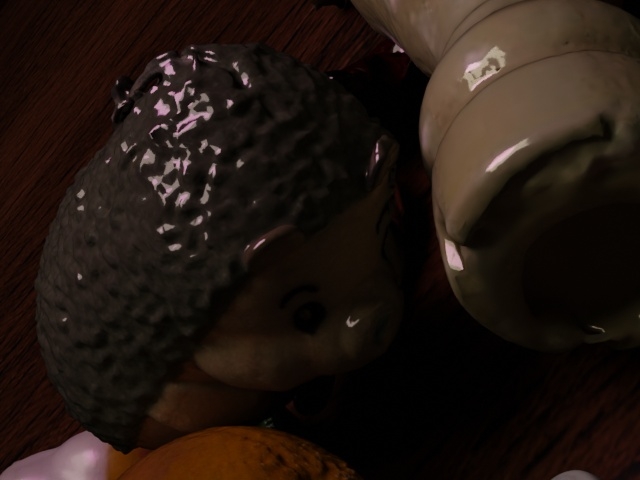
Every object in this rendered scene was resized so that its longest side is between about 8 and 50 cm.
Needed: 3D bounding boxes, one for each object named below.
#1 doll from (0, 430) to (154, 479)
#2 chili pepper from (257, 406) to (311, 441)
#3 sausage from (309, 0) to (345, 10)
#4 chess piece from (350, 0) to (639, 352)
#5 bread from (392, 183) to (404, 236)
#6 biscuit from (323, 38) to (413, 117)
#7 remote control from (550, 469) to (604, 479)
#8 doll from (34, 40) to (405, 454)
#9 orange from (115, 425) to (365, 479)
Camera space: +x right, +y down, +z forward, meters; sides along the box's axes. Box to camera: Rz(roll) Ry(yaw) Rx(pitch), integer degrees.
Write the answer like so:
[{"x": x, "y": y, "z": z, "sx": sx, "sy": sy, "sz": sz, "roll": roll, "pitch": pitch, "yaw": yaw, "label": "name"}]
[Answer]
[{"x": -0.187, "y": 0.273, "z": 1.163, "sx": 0.166, "sy": 0.162, "sz": 0.269, "roll": -28, "pitch": 28, "yaw": 12, "label": "doll"}, {"x": -0.051, "y": 0.174, "z": 1.109, "sx": 0.100, "sy": 0.074, "sz": 0.257, "roll": -56, "pitch": 26, "yaw": 3, "label": "chili pepper"}, {"x": 0.102, "y": -0.312, "z": 1.353, "sx": 0.371, "sy": 0.082, "sz": 0.082, "roll": -20, "pitch": 46, "yaw": 53, "label": "sausage"}, {"x": 0.128, "y": -0.135, "z": 0.934, "sx": 0.234, "sy": 0.234, "sz": 0.442, "roll": -45, "pitch": 32, "yaw": 29, "label": "chess piece"}, {"x": 0.000, "y": 0.000, "z": 1.150, "sx": 0.160, "sy": 0.073, "sz": 0.160, "roll": -22, "pitch": 64, "yaw": 56, "label": "bread"}, {"x": 0.011, "y": -0.114, "z": 1.239, "sx": 0.151, "sy": 0.063, "sz": 0.235, "roll": -47, "pitch": -9, "yaw": 30, "label": "biscuit"}, {"x": 0.073, "y": 0.282, "z": 0.772, "sx": 0.335, "sy": 0.065, "sz": 0.128, "roll": -54, "pitch": 24, "yaw": 13, "label": "remote control"}, {"x": -0.060, "y": 0.015, "z": 0.946, "sx": 0.349, "sy": 0.247, "sz": 0.247, "roll": 118, "pitch": 167, "yaw": -57, "label": "doll"}, {"x": -0.056, "y": 0.228, "z": 0.889, "sx": 0.236, "sy": 0.236, "sz": 0.236, "roll": -43, "pitch": 30, "yaw": 32, "label": "orange"}]
